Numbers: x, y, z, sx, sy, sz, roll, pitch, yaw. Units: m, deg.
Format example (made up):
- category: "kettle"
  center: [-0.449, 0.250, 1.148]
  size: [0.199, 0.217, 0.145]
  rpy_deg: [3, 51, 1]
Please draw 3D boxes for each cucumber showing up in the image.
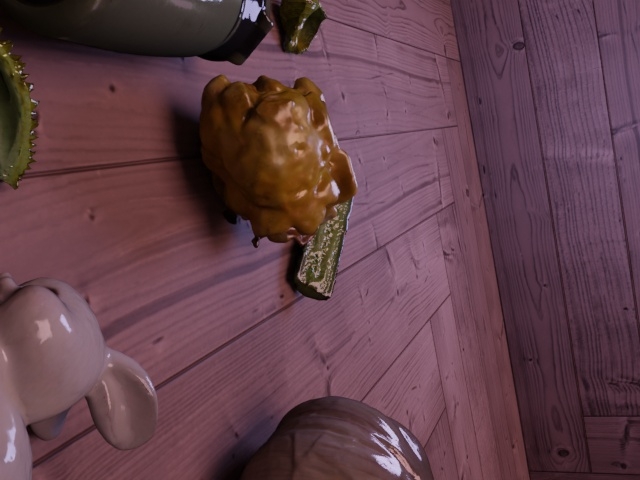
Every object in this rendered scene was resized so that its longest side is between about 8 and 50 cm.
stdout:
- category: "cucumber"
  center: [-0.003, 0.000, 1.047]
  size: [0.078, 0.062, 0.211]
  rpy_deg: [26, 59, -20]

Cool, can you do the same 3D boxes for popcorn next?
- category: "popcorn"
  center: [-0.064, -0.109, 0.824]
  size: [0.191, 0.190, 0.254]
  rpy_deg: [-31, 126, -30]

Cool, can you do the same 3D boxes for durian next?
- category: "durian"
  center: [-0.291, -0.132, 0.472]
  size: [0.215, 0.086, 0.100]
  rpy_deg: [54, 51, -48]

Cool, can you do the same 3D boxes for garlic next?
- category: "garlic"
  center: [0.038, 0.351, 0.795]
  size: [0.317, 0.259, 0.318]
  rpy_deg: [15, 73, -59]

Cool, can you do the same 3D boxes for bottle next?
- category: "bottle"
  center: [-0.172, -0.278, 0.662]
  size: [0.347, 0.168, 0.169]
  rpy_deg: [-22, 103, -68]

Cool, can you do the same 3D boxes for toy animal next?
- category: "toy animal"
  center: [-0.231, 0.129, 0.455]
  size: [0.193, 0.127, 0.179]
  rpy_deg: [-58, 136, -54]

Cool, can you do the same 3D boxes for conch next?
- category: "conch"
  center: [-0.030, -0.383, 1.070]
  size: [0.089, 0.074, 0.121]
  rpy_deg: [6, 102, -27]
